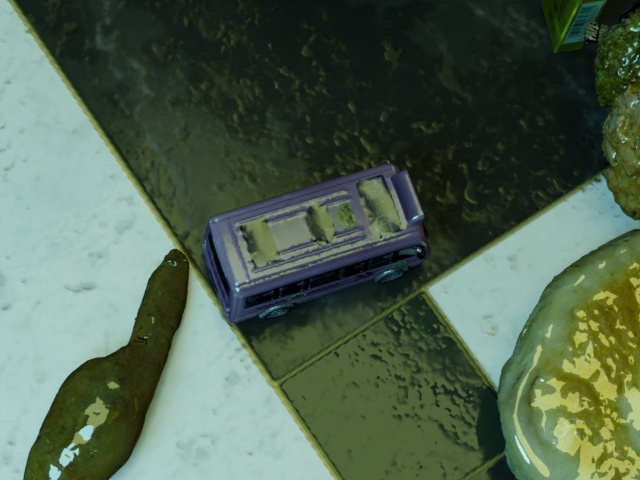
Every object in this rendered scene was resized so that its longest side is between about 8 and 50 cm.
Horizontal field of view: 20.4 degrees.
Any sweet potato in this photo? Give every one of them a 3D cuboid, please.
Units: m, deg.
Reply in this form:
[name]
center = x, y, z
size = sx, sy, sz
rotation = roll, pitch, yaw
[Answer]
[sweet potato]
center = -0.162, 0.119, 1.393
size = 0.075, 0.075, 0.269
rotation = 28, 68, 4

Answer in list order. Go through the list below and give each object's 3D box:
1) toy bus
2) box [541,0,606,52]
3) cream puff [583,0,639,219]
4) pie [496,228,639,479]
[toy bus]
center = 0.000, 0.000, 1.431
size = 0.178, 0.098, 0.087
rotation = -17, 74, -11
[box]
center = 0.204, -0.274, 1.527
size = 0.030, 0.121, 0.193
rotation = -9, 73, -8
[cream puff]
center = 0.287, -0.127, 1.449
size = 0.183, 0.183, 0.169
rotation = -29, 85, -13
[pie]
center = 0.309, 0.134, 1.429
size = 0.339, 0.077, 0.339
rotation = 0, 72, -1
